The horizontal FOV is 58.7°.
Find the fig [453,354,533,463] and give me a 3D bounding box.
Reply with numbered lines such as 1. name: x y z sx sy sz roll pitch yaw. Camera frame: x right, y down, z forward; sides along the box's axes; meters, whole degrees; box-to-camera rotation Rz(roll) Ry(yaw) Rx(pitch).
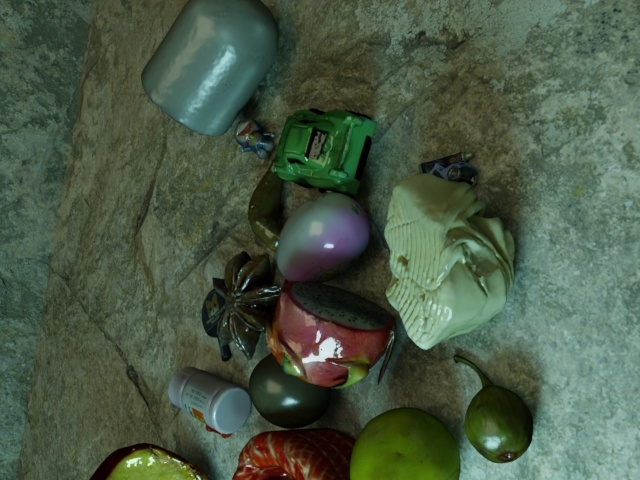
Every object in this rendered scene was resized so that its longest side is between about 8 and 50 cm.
1. fig: 0.311 0.299 1.068 0.124 0.124 0.236 -53 26 24

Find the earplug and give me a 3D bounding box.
1. earplug: -0.305 -0.557 1.711 0.394 0.312 0.313 -46 53 24

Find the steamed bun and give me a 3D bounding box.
1. steamed bun: 0.250 0.031 1.100 0.276 0.203 0.289 115 141 -51

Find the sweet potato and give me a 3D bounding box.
1. sweet potato: -0.145 -0.077 1.592 0.123 0.098 0.310 -13 70 20

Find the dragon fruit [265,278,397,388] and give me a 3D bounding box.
1. dragon fruit: 0.009 0.216 1.248 0.290 0.290 0.190 27 102 45

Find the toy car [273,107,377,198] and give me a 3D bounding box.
1. toy car: 0.002 -0.228 1.417 0.358 0.176 0.214 21 95 46

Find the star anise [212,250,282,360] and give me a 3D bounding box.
1. star anise: -0.218 0.178 1.607 0.315 0.108 0.316 -8 80 46

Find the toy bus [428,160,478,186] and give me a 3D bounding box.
1. toy bus: 0.252 -0.107 1.209 0.167 0.073 0.076 -53 50 26

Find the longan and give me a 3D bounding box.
1. longan: -0.077 0.355 1.369 0.212 0.197 0.198 166 110 -69

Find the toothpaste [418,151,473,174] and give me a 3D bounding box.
1. toothpaste: 0.271 -0.168 1.242 0.139 0.021 0.037 -15 82 45

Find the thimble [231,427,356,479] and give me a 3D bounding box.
1. thimble: -0.027 0.588 1.243 0.350 0.230 0.351 -13 71 42

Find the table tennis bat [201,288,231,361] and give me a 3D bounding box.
1. table tennis bat: -0.310 0.255 1.742 0.150 0.027 0.237 -41 53 32

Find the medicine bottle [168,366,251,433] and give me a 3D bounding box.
1. medicine bottle: -0.322 0.451 1.635 0.249 0.133 0.134 9 88 45

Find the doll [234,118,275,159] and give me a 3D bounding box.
1. doll: -0.202 -0.309 1.708 0.114 0.085 0.152 -43 61 2

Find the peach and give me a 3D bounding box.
1. peach: -0.461 0.777 1.580 0.416 0.339 0.353 22 135 45

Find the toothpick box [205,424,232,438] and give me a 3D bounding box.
1. toothpick box: -0.290 0.540 1.646 0.083 0.047 0.047 3 84 45

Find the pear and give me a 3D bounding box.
1. pear: 0.159 0.427 1.080 0.212 0.269 0.213 5 110 14

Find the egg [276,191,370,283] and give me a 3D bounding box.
1. egg: 0.000 0.000 1.363 0.271 0.196 0.197 -33 59 49
